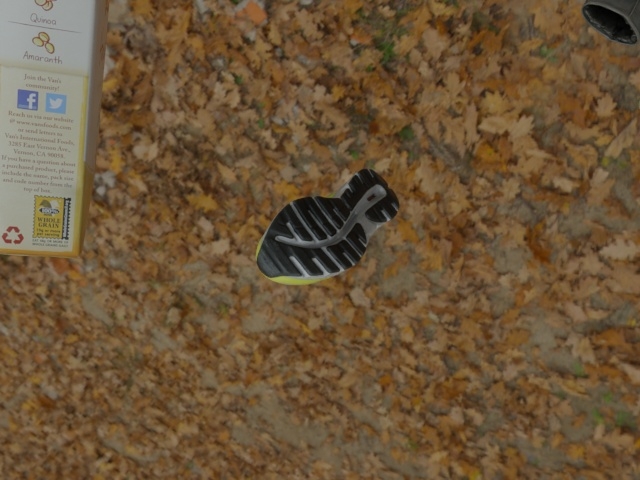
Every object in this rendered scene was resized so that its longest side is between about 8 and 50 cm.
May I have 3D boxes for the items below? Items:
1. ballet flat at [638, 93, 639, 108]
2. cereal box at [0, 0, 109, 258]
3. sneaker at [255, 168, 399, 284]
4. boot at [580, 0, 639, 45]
[{"bbox_3d":[0.883,-0.421,1.550,0.123,0.123,0.348,36,118,-2],"label":"ballet flat"},{"bbox_3d":[-0.137,-0.131,0.359,0.047,0.173,0.240,5,108,-18],"label":"cereal box"},{"bbox_3d":[0.000,0.000,0.684,0.094,0.208,0.081,-38,85,39],"label":"sneaker"},{"bbox_3d":[0.526,-0.386,1.063,0.190,0.208,0.076,27,150,7],"label":"boot"}]
